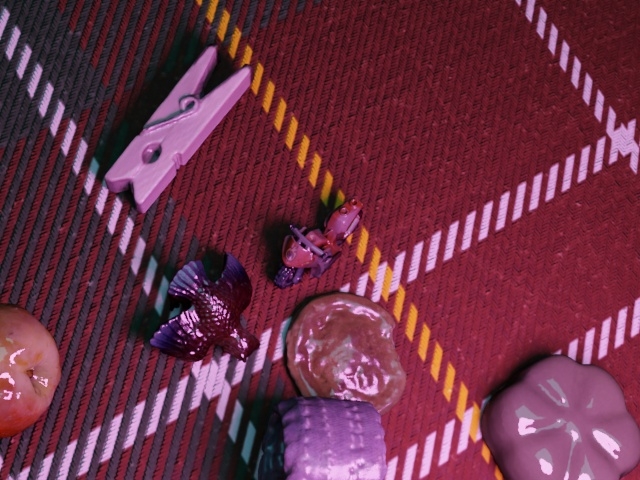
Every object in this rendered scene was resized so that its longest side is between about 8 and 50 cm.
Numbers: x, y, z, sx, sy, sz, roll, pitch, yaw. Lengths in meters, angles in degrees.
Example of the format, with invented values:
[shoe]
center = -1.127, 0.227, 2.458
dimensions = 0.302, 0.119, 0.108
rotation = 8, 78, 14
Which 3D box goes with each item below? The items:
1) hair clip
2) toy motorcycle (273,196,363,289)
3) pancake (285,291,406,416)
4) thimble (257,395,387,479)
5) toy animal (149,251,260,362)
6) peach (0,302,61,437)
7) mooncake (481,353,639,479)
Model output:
[hair clip]
center = -0.250, -0.201, 1.828
dimensions = 0.101, 0.085, 0.331
rotation = 34, 75, 3
[toy motorcycle]
center = 0.000, 0.000, 1.797
dimensions = 0.084, 0.118, 0.212
rotation = 40, 68, 19
[pancake]
center = 0.047, 0.203, 1.783
dimensions = 0.222, 0.042, 0.236
rotation = 10, 71, -11
[thimble]
center = -0.003, 0.354, 1.622
dimensions = 0.172, 0.236, 0.205
rotation = 7, 112, -11
[toy animal]
center = -0.177, 0.126, 1.719
dimensions = 0.179, 0.116, 0.218
rotation = 40, 62, 4
[peach]
center = -0.527, 0.190, 1.590
dimensions = 0.235, 0.214, 0.214
rotation = 16, 69, 12
[mooncake]
center = 0.423, 0.330, 1.777
dimensions = 0.275, 0.135, 0.275
rotation = 3, 68, -9
